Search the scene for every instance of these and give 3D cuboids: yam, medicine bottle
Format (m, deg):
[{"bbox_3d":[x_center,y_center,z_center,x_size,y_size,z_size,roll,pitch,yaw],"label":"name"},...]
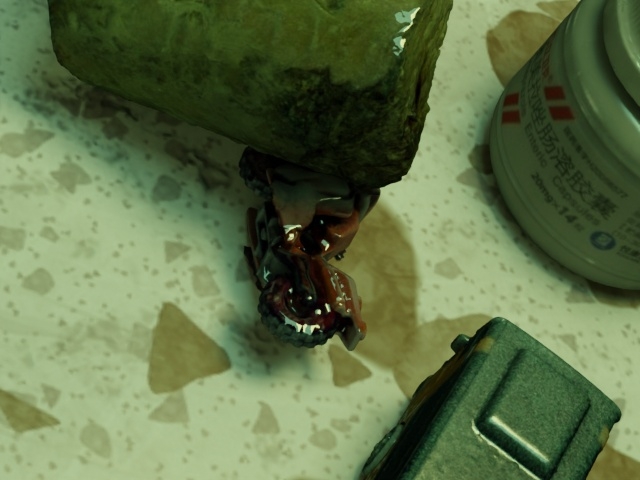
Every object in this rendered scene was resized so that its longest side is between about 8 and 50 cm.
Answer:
[{"bbox_3d":[-0.046,-0.168,1.480,0.300,0.195,0.195,20,49,10],"label":"yam"},{"bbox_3d":[0.312,-0.124,1.611,0.245,0.306,0.245,14,53,-20],"label":"medicine bottle"}]

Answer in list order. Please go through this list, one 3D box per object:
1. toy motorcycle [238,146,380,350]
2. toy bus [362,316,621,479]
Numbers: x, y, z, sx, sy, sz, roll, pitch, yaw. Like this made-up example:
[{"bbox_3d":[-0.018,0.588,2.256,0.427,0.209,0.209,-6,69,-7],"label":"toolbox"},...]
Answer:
[{"bbox_3d":[0.000,0.000,1.499,0.118,0.084,0.213,10,46,-21],"label":"toy motorcycle"},{"bbox_3d":[0.096,0.198,1.372,0.138,0.167,0.275,38,49,-1],"label":"toy bus"}]
